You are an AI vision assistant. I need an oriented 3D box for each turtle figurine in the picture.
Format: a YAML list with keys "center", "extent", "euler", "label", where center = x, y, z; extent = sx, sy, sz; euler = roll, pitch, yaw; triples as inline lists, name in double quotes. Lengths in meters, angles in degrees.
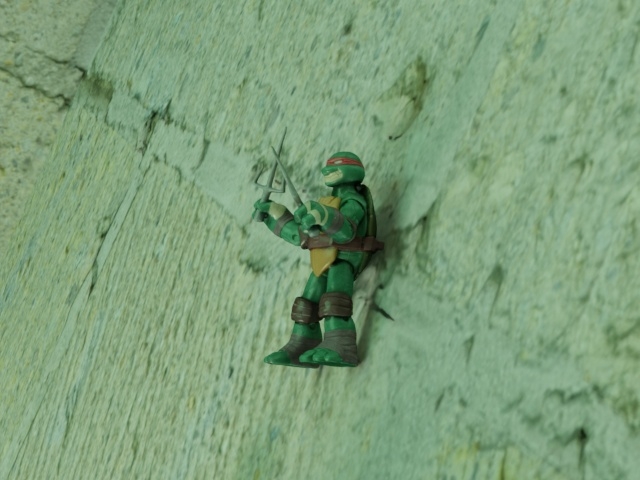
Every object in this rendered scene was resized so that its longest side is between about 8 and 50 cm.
- center: [0.000, 0.000, 1.360]
  extent: [0.175, 0.118, 0.234]
  euler: [145, 129, -76]
  label: "turtle figurine"
